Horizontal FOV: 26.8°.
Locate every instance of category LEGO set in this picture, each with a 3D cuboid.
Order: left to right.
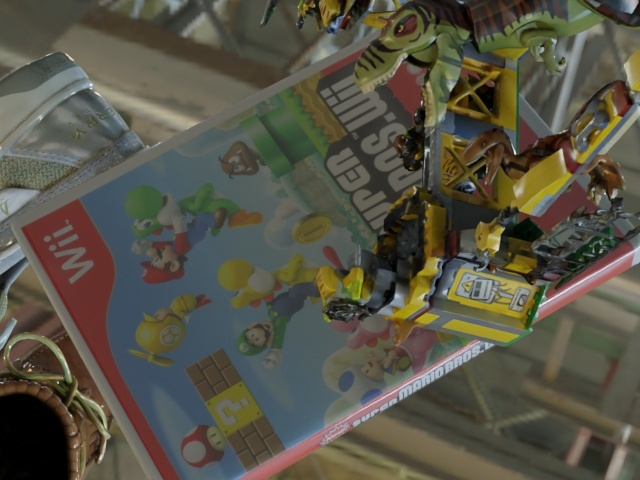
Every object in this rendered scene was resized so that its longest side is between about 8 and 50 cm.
[{"bbox_3d":[0.056,-0.104,0.547,0.192,0.331,0.255,14,-108,-20],"label":"LEGO set"}]

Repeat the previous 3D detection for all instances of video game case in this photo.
[{"bbox_3d":[0.000,0.000,0.733,0.285,0.025,0.204,-29,-119,-11],"label":"video game case"}]

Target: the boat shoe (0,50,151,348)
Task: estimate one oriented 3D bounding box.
[{"bbox_3d":[-0.222,0.019,0.873,0.103,0.320,0.118,44,-150,3],"label":"boat shoe"}]

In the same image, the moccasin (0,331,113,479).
[{"bbox_3d":[-0.265,0.175,1.194,0.139,0.147,0.380,46,-156,-1],"label":"moccasin"}]
